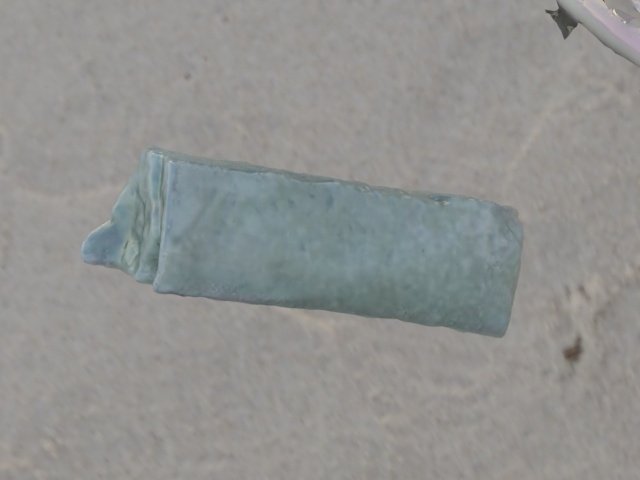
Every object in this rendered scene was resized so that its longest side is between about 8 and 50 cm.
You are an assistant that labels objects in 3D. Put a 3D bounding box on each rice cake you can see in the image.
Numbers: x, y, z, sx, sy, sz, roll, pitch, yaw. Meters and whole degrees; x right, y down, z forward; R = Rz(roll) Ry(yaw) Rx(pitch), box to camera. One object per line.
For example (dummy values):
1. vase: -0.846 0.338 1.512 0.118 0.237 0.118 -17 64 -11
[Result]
1. rice cake: 0.000 0.000 0.869 0.063 0.206 0.069 -158 80 -66

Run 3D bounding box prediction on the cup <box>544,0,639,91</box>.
1. cup: 0.167 -0.165 0.327 0.253 0.274 0.253 1 33 0
